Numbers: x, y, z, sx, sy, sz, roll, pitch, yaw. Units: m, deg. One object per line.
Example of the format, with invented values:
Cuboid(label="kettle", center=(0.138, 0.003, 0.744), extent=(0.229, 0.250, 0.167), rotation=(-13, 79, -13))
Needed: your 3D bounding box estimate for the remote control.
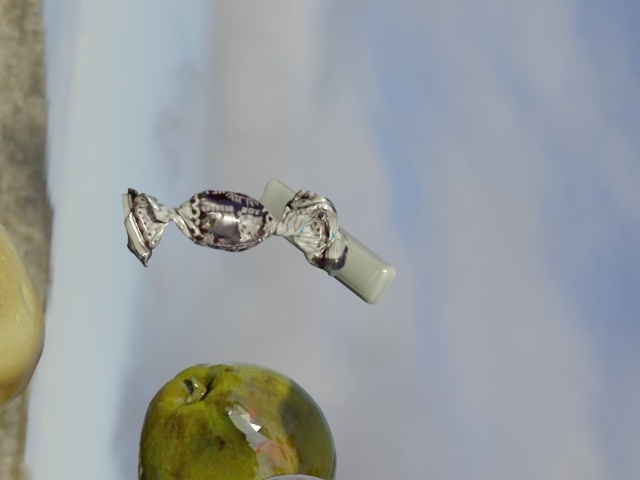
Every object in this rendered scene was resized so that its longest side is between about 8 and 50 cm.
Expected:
Cuboid(label="remote control", center=(0.000, 0.000, 1.558), extent=(0.050, 0.184, 0.027), rotation=(-58, 157, 14))

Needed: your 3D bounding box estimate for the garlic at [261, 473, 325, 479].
Cuboid(label="garlic", center=(-0.021, 0.287, 1.291), extent=(0.160, 0.214, 0.191), rotation=(68, -21, 9))

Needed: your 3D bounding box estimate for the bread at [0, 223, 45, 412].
Cuboid(label="bread", center=(-0.282, 0.038, 0.977), extent=(0.105, 0.213, 0.213), rotation=(-44, -150, 22))

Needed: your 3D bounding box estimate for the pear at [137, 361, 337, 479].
Cuboid(label="pear", center=(-0.110, 0.302, 1.897), extent=(0.269, 0.269, 0.321), rotation=(-102, 175, -58))

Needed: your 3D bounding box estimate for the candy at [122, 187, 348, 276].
Cuboid(label="candy", center=(-0.084, -0.011, 1.406), extent=(0.051, 0.226, 0.094), rotation=(169, -73, -82))
